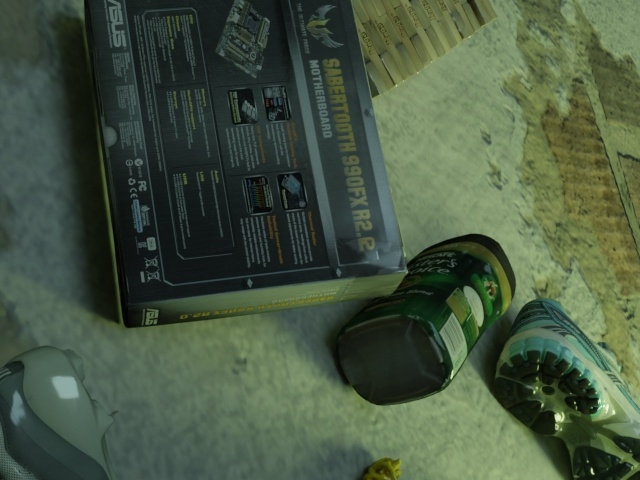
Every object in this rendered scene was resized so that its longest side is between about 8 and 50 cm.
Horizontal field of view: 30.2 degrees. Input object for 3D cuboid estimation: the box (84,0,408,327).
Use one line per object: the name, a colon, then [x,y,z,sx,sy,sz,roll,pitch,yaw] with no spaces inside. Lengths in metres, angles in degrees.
box: [-0.055,-0.068,0.793,0.183,0.056,0.231,-7,73,-13]

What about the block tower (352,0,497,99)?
block tower: [0.060,-0.192,1.080,0.091,0.097,0.335,61,36,-8]

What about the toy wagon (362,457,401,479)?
toy wagon: [0.131,0.321,0.909,0.344,0.068,0.267,63,34,-7]

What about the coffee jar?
coffee jar: [0.093,0.060,0.980,0.184,0.096,0.079,-39,106,-56]

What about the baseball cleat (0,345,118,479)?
baseball cleat: [-0.145,0.152,0.620,0.109,0.072,0.206,-29,121,-26]

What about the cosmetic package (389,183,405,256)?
cosmetic package: [0.000,0.000,0.868,0.041,0.115,0.060,13,62,-55]

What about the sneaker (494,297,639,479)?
sneaker: [0.283,0.166,1.173,0.283,0.110,0.122,50,34,-24]
